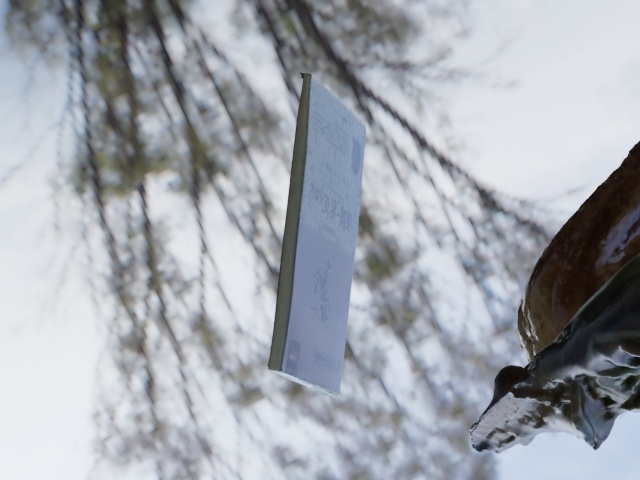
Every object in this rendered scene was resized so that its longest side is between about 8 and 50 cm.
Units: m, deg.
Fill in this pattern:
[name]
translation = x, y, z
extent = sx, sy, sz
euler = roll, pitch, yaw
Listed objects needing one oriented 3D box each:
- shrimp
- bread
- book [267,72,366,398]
[shrimp]
translation = 0.128, 0.056, 0.599
extent = 0.251, 0.052, 0.143
euler = -44, -149, 54
[bread]
translation = 0.227, -0.050, 0.836
extent = 0.344, 0.084, 0.124
euler = -45, 160, -20
[book]
translation = 0.000, 0.000, 1.006
extent = 0.014, 0.181, 0.127
euler = 3, 169, 17
